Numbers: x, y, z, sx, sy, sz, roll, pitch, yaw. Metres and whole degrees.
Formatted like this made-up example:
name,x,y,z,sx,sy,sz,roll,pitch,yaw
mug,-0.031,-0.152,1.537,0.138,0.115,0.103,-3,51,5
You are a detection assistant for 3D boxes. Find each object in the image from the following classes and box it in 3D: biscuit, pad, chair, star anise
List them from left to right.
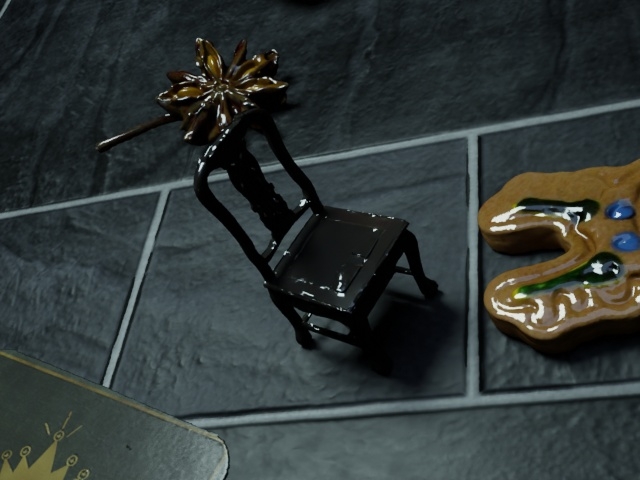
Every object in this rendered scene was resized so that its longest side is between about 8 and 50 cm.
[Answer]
name,x,y,z,sx,sy,sz,roll,pitch,yaw
pad,-0.301,0.245,0.799,0.375,0.063,0.315,11,56,34
star anise,-0.152,-0.180,1.099,0.234,0.073,0.177,2,58,6
chair,0.000,0.000,0.760,0.113,0.229,0.106,12,57,37
biscuit,0.299,-0.006,0.751,0.333,0.047,0.202,-8,47,19
